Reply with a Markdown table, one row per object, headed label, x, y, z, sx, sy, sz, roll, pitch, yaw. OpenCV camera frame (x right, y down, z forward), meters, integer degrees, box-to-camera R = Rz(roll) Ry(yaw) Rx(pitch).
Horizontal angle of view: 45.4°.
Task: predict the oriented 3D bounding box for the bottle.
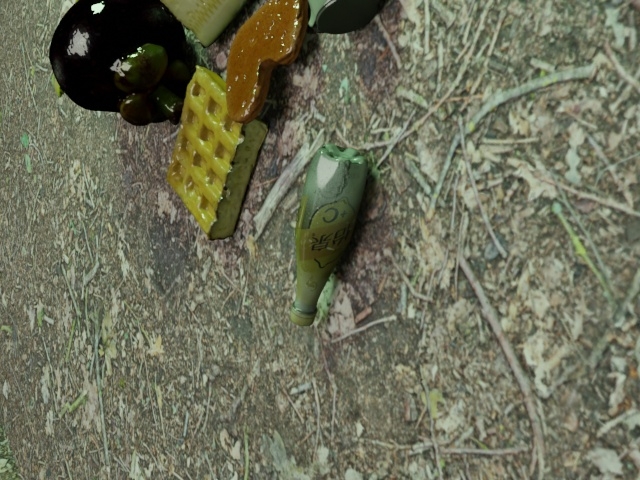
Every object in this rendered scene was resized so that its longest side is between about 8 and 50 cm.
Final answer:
| label | x | y | z | sx | sy | sz | roll | pitch | yaw |
| --- | --- | --- | --- | --- | --- | --- | --- | --- | --- |
| bottle | 0.000 | 0.000 | 1.078 | 0.083 | 0.083 | 0.269 | 40 | 123 | 46 |

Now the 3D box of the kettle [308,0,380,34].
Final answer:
| label | x | y | z | sx | sy | sz | roll | pitch | yaw |
| --- | --- | --- | --- | --- | --- | --- | --- | --- | --- |
| kettle | 0.029 | -0.370 | 1.044 | 0.098 | 0.127 | 0.148 | 95 | 159 | -71 |

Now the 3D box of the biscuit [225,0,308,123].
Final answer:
| label | x | y | z | sx | sy | sz | roll | pitch | yaw |
| --- | --- | --- | --- | --- | --- | --- | --- | --- | --- |
| biscuit | -0.083 | -0.286 | 1.199 | 0.192 | 0.036 | 0.186 | -29 | 54 | 43 |

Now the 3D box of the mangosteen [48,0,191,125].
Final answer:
| label | x | y | z | sx | sy | sz | roll | pitch | yaw |
| --- | --- | --- | --- | --- | --- | --- | --- | --- | --- |
| mangosteen | -0.360 | -0.340 | 1.458 | 0.288 | 0.288 | 0.233 | -31 | 30 | 50 |

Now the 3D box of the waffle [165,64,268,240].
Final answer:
| label | x | y | z | sx | sy | sz | roll | pitch | yaw |
| --- | --- | --- | --- | --- | --- | --- | --- | --- | --- |
| waffle | -0.193 | -0.157 | 1.368 | 0.221 | 0.055 | 0.247 | 49 | 128 | 42 |

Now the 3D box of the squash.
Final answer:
| label | x | y | z | sx | sy | sz | roll | pitch | yaw |
| --- | --- | --- | --- | --- | --- | --- | --- | --- | --- |
| squash | -0.179 | -0.469 | 1.301 | 0.169 | 0.093 | 0.252 | 43 | 142 | -12 |

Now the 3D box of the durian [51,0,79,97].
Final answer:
| label | x | y | z | sx | sy | sz | roll | pitch | yaw |
| --- | --- | --- | --- | --- | --- | --- | --- | --- | --- |
| durian | -0.500 | -0.464 | 1.649 | 0.169 | 0.158 | 0.351 | -20 | 40 | 21 |
